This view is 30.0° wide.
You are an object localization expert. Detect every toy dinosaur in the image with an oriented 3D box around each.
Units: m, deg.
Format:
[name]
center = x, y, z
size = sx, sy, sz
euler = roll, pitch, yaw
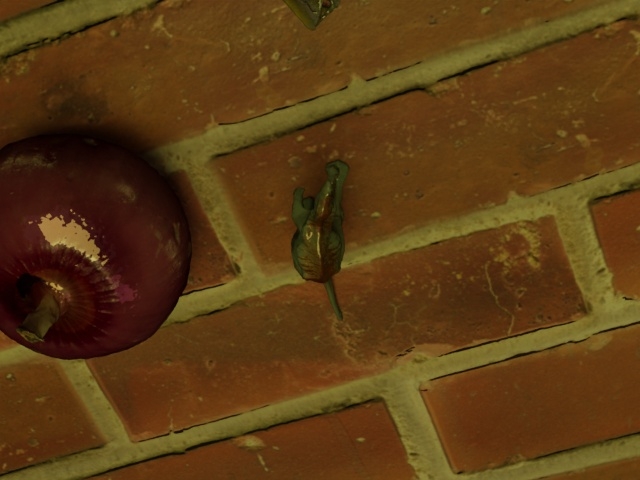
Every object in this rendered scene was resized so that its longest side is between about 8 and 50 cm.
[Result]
[toy dinosaur]
center = 0.000, 0.000, 1.780
size = 0.092, 0.205, 0.393
euler = 1, 138, -3

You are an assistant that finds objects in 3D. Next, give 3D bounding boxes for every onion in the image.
[onion]
center = -0.382, 0.029, 1.753
size = 0.358, 0.345, 0.358
euler = 28, 144, 22

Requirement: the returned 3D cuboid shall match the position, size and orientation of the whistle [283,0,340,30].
[whistle]
center = -0.091, -0.416, 1.601
size = 0.068, 0.057, 0.326
euler = -46, 118, 0
